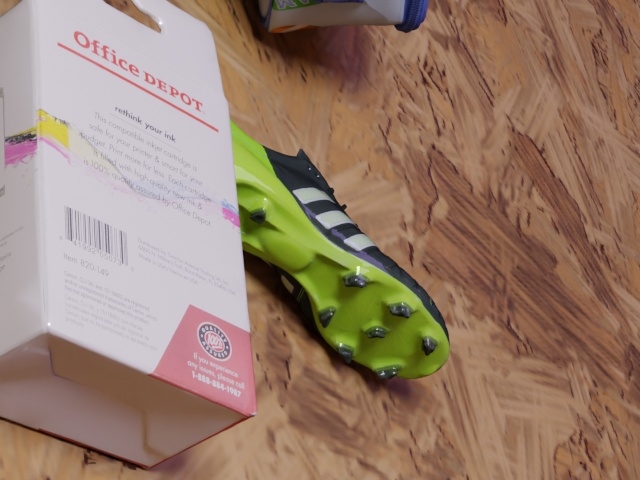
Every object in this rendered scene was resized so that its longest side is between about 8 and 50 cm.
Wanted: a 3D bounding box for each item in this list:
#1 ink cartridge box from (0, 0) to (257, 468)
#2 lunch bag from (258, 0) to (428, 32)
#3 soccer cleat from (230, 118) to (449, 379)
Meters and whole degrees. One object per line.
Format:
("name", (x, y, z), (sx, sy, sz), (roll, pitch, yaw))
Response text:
("ink cartridge box", (-0.095, -0.019, 0.746), (0.115, 0.067, 0.198), (28, 44, -42))
("lunch bag", (0.019, -0.257, 0.933), (0.115, 0.303, 0.243), (-2, 52, -6))
("soccer cleat", (0.000, 0.000, 0.879), (0.179, 0.060, 0.072), (41, 34, -24))
